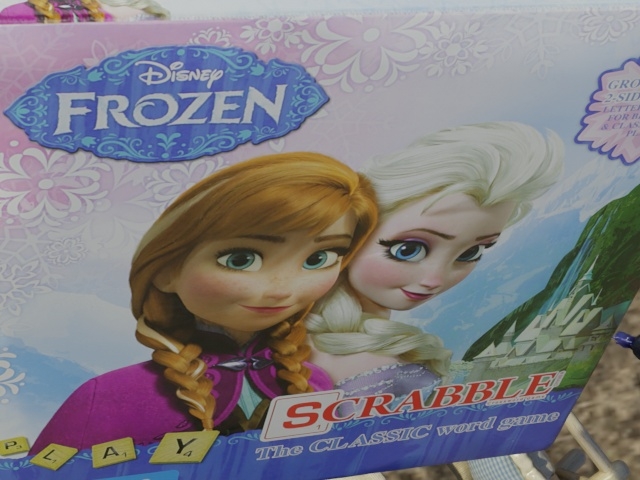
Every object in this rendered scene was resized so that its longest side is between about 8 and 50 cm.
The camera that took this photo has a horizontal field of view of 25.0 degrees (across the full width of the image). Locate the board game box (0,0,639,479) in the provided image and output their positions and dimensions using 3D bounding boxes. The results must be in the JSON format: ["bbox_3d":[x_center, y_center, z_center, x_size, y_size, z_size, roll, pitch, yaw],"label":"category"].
[{"bbox_3d":[0.000,0.000,0.638,0.318,0.318,0.066,-5,50,-18],"label":"board game box"}]

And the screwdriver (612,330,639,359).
[{"bbox_3d":[0.230,0.073,1.176,0.025,0.170,0.024,-31,128,-34],"label":"screwdriver"}]

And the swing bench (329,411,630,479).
[{"bbox_3d":[0.091,0.184,1.315,0.254,0.165,0.253,-37,90,-7],"label":"swing bench"}]
